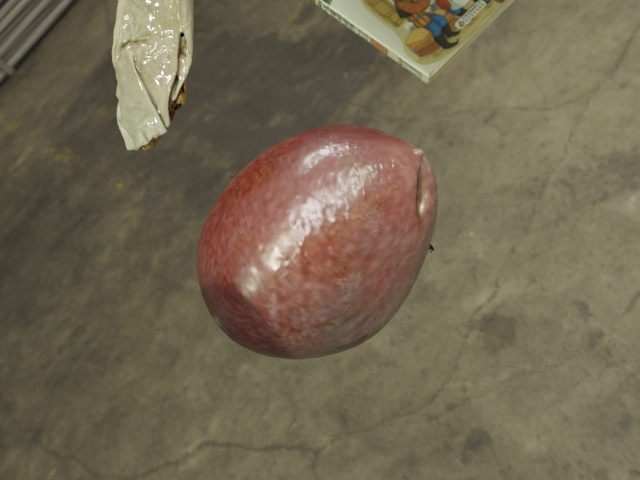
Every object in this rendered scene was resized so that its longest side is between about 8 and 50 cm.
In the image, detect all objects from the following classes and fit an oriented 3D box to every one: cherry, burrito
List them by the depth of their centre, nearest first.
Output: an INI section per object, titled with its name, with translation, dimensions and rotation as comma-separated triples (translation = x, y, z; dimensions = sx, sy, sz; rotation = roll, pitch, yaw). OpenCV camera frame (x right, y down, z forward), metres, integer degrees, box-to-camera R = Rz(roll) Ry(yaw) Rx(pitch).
[cherry]
translation = 0.000, 0.000, 0.862
dimensions = 0.221, 0.261, 0.307
rotation = 52, 123, 20
[burrito]
translation = -0.213, -0.310, 1.034
dimensions = 0.117, 0.076, 0.391
rotation = 7, 99, 29

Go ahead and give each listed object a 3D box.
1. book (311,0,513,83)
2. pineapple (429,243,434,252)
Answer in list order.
[book]
translation = 0.097, -0.333, 0.998
dimensions = 0.264, 0.027, 0.202
rotation = 40, 76, 17
[pineapple]
translation = 0.087, -0.057, 1.214
dimensions = 0.047, 0.221, 0.221
rotation = -27, 25, -30
